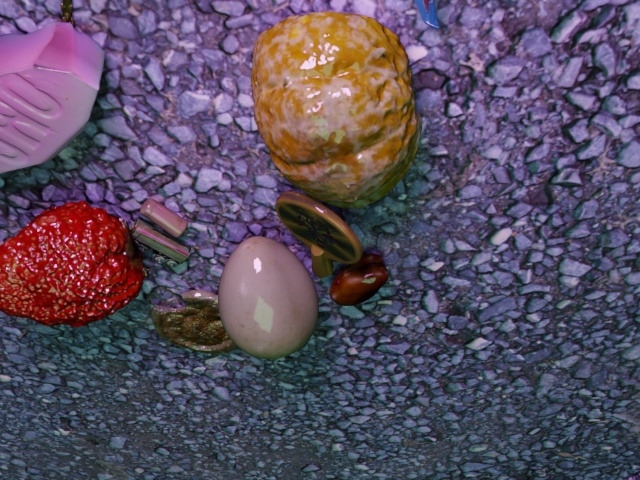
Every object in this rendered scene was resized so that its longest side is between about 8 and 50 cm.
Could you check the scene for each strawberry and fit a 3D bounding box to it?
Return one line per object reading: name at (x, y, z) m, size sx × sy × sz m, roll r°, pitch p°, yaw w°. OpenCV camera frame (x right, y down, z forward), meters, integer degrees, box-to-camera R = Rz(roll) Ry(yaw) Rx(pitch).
strawberry at (-0.513, 0.061, 1.243) m, size 0.261 × 0.257 × 0.260 m, roll 10°, pitch 122°, yaw 17°

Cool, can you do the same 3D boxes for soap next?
soap at (-0.508, -0.236, 1.034) m, size 0.324 × 0.109 × 0.193 m, roll -29°, pitch 137°, yaw 30°

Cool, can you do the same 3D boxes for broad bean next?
broad bean at (0.086, 0.097, 1.380) m, size 0.114 × 0.084 × 0.165 m, roll 13°, pitch 140°, yaw -17°

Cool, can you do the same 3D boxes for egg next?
egg at (-0.116, 0.122, 1.317) m, size 0.219 × 0.218 × 0.295 m, roll -5°, pitch 127°, yaw 6°

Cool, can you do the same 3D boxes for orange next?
orange at (0.030, -0.191, 1.015) m, size 0.271 × 0.210 × 0.368 m, roll -10°, pitch 131°, yaw 15°

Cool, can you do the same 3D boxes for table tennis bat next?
table tennis bat at (0.000, 0.000, 1.239) m, size 0.199 × 0.050 × 0.320 m, roll 30°, pitch 160°, yaw 15°

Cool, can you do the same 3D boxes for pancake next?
pancake at (-0.299, 0.212, 1.537) m, size 0.254 × 0.037 × 0.253 m, roll 1°, pitch 134°, yaw 1°

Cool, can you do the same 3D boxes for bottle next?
bottle at (-0.328, -0.048, 1.276) m, size 0.045 × 0.045 × 0.096 m, roll -34°, pitch 123°, yaw 30°

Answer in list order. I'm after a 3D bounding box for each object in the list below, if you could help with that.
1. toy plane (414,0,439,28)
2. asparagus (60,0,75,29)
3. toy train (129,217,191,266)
toy plane at (0.156, -0.431, 0.842) m, size 0.272 × 0.105 × 0.254 m, roll 13°, pitch 133°, yaw -9°
asparagus at (-0.383, -0.416, 0.930) m, size 0.024 × 0.025 × 0.248 m, roll -22°, pitch 150°, yaw -40°
toy train at (-0.360, 0.010, 1.338) m, size 0.148 × 0.038 × 0.071 m, roll 32°, pitch 127°, yaw -27°
